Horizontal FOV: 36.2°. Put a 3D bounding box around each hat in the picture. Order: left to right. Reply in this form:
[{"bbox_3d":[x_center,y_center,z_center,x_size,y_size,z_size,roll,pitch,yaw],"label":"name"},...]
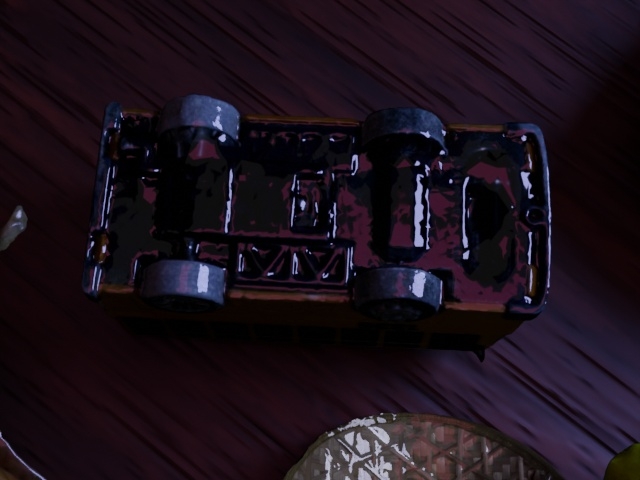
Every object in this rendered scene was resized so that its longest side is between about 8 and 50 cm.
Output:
[{"bbox_3d":[0.050,0.152,0.455,0.146,0.067,0.146,6,30,-4],"label":"hat"}]

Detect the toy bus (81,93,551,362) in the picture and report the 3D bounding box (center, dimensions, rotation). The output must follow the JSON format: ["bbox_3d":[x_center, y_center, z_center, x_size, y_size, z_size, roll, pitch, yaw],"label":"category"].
[{"bbox_3d":[0.000,0.000,0.468,0.201,0.114,0.098,3,71,1],"label":"toy bus"}]

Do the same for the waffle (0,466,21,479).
[{"bbox_3d":[-0.243,0.169,0.364,0.348,0.077,0.304,40,90,3],"label":"waffle"}]

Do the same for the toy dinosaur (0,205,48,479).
[{"bbox_3d":[-0.192,0.052,0.455,0.328,0.113,0.206,13,97,10],"label":"toy dinosaur"}]

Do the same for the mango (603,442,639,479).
[{"bbox_3d":[0.180,0.201,0.423,0.125,0.111,0.232,-17,73,-15],"label":"mango"}]
